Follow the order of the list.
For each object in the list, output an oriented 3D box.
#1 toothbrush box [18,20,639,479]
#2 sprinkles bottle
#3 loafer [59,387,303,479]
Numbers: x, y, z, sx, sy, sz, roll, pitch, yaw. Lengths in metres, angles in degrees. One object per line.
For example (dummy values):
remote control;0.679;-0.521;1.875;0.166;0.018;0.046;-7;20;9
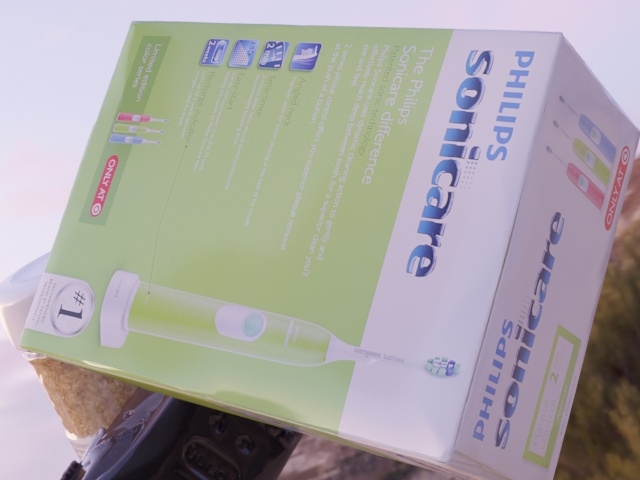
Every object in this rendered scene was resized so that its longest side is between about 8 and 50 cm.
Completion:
toothbrush box;0.000;0.000;0.645;0.283;0.206;0.122;8;-14;37
sprinkles bottle;-0.143;0.171;1.000;0.121;0.355;0.121;-22;16;7
loafer;-0.123;0.196;0.848;0.366;0.134;0.130;-50;14;-27
